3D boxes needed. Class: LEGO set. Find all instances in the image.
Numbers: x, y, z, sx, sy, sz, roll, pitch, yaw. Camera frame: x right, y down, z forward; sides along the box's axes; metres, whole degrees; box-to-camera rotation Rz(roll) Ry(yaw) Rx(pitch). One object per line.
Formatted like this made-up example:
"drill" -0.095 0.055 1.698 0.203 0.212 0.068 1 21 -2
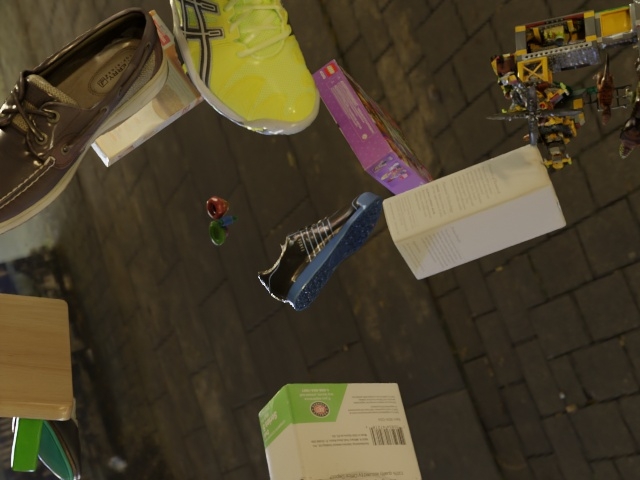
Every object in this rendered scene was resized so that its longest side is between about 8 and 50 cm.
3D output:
"LEGO set" 0.375 -0.156 1.177 0.255 0.331 0.192 58 -149 -59

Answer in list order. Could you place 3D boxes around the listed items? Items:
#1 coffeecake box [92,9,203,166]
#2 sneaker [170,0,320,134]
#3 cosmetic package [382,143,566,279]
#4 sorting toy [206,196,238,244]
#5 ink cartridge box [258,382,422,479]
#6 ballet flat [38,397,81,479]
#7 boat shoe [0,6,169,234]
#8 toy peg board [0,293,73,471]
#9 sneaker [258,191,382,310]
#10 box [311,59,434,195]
"coffeecake box" -0.277 -0.221 1.420 0.142 0.185 0.068 54 166 -4
"sneaker" -0.120 -0.303 1.190 0.385 0.145 0.147 59 158 -2
"cosmetic package" 0.217 -0.039 1.379 0.117 0.231 0.086 54 -161 -53
"sorting toy" -0.202 -0.043 2.028 0.061 0.042 0.102 8 109 48
"ink cartridge box" 0.039 0.354 1.419 0.115 0.198 0.273 -50 43 47
"ballet flat" -0.313 0.171 1.069 0.203 0.074 0.074 54 157 -13
"boat shoe" -0.256 -0.121 0.926 0.102 0.285 0.092 35 154 17
"toy peg board" -0.287 0.111 0.775 0.161 0.161 0.079 -121 43 -60
"sneaker" 0.000 0.000 1.528 0.090 0.232 0.081 32 158 27
"box" 0.104 -0.170 1.676 0.201 0.057 0.293 61 -166 24
